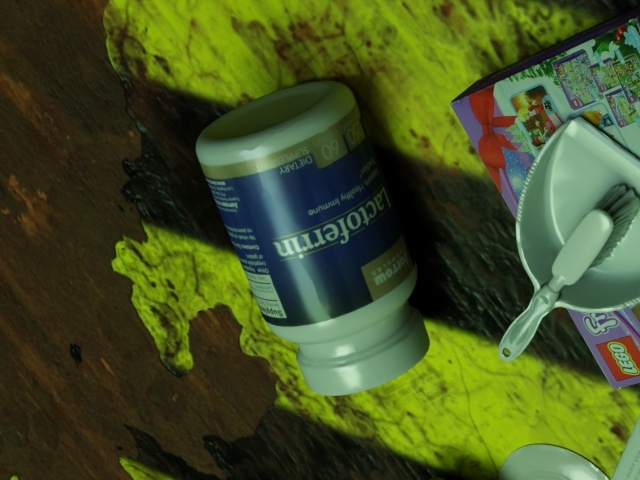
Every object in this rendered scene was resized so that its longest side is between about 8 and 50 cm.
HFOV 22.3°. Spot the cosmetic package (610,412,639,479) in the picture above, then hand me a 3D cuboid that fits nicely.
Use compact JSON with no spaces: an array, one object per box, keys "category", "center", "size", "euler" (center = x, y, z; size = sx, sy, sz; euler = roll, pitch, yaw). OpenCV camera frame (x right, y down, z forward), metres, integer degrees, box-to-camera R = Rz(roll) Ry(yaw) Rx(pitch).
[{"category":"cosmetic package","center":[0.388,0.297,1.226],"size":[0.385,0.156,0.217],"euler":[46,138,32]}]

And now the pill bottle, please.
[{"category":"pill bottle","center":[0.000,0.000,1.488],"size":[0.153,0.153,0.265],"euler":[-6,114,40]}]

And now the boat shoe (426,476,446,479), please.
[{"category":"boat shoe","center":[0.208,0.363,1.570],"size":[0.324,0.120,0.122],"euler":[45,105,22]}]

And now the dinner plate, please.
[{"category":"dinner plate","center":[0.232,0.260,1.570],"size":[0.141,0.017,0.141],"euler":[19,126,29]}]

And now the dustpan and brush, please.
[{"category":"dustpan and brush","center":[0.204,0.022,1.321],"size":[0.147,0.060,0.211],"euler":[39,135,12]}]

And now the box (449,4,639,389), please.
[{"category":"box","center":[0.260,-0.031,1.328],"size":[0.201,0.057,0.293],"euler":[-22,103,44]}]
